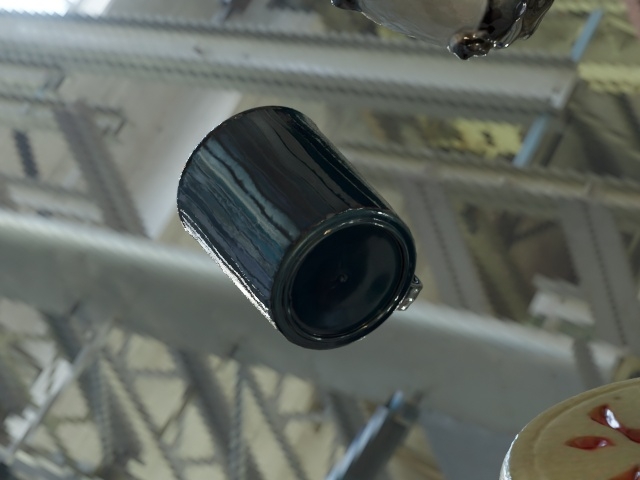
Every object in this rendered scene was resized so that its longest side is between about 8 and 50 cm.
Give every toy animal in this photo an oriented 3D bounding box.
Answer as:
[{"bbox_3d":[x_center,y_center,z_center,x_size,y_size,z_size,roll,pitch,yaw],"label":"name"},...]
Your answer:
[{"bbox_3d":[0.104,-0.273,1.322,0.187,0.165,0.235,24,-49,21],"label":"toy animal"}]

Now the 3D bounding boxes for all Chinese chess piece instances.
[{"bbox_3d":[0.244,0.175,1.183,0.250,0.250,0.103,3,-69,44],"label":"Chinese chess piece"}]

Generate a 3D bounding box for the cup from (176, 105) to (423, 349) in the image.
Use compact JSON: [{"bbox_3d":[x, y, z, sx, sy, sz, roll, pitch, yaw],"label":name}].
[{"bbox_3d":[0.000,-0.009,1.162,0.138,0.150,0.113,48,-45,47],"label":"cup"}]
